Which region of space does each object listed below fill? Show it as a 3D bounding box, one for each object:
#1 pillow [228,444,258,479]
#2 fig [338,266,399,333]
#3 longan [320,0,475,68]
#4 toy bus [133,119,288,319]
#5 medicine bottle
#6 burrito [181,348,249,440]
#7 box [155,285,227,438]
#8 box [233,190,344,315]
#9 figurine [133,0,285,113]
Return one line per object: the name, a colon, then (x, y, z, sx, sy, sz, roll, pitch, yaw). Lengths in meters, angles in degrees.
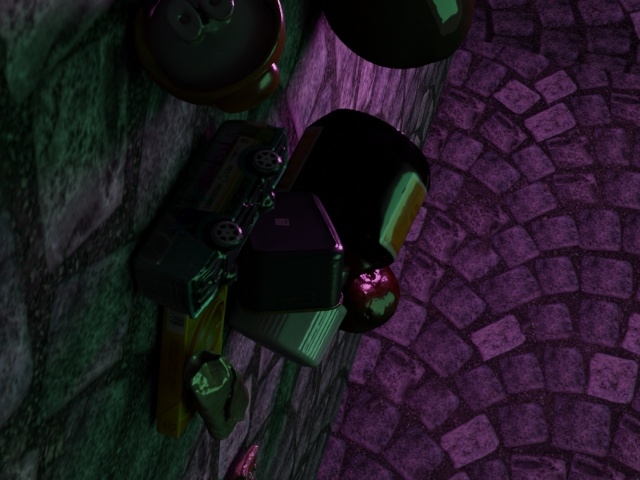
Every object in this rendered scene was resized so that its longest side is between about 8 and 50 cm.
pillow: (-0.172, 0.540, 1.731, 0.126, 0.043, 0.232, -50, 155, -68)
fig: (0.044, 0.154, 2.063, 0.321, 0.217, 0.217, -45, -165, 46)
longan: (0.113, -0.413, 1.343, 0.243, 0.300, 0.300, -32, 163, -4)
toy bus: (-0.118, -0.035, 0.987, 0.091, 0.109, 0.261, 95, 16, -51)
medicine bottle: (0.000, 0.000, 1.385, 0.395, 0.243, 0.242, -58, 166, -13)
burrito: (-0.136, 0.203, 1.117, 0.226, 0.060, 0.087, 84, 28, -65)
box: (-0.167, 0.111, 1.120, 0.152, 0.044, 0.269, -56, 159, -61)
box: (-0.051, 0.009, 1.162, 0.201, 0.145, 0.090, -113, -156, -58)
figurine: (-0.104, -0.194, 0.827, 0.271, 0.143, 0.143, -121, -137, -76)
